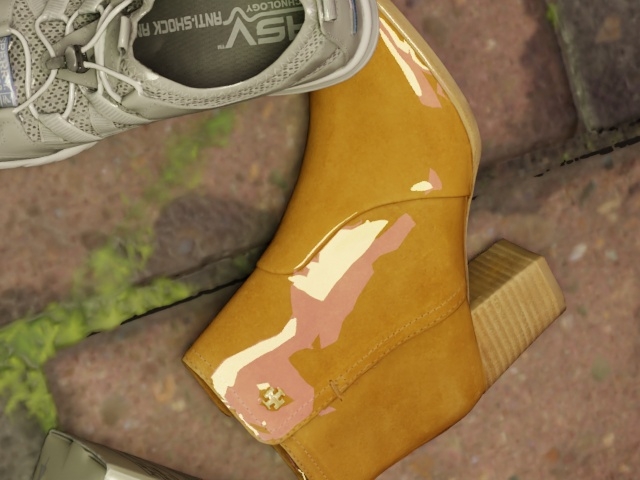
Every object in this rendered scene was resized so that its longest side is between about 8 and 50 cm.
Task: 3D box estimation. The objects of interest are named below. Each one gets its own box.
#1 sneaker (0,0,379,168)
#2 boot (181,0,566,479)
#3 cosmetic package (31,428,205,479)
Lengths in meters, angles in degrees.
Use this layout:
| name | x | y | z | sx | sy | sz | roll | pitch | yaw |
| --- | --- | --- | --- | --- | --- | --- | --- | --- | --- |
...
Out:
| name | x | y | z | sx | sy | sz | roll | pitch | yaw |
| --- | --- | --- | --- | --- | --- | --- | --- | --- | --- |
| sneaker | -0.113 | -0.108 | 1.051 | 0.281 | 0.115 | 0.105 | -14 | 89 | 8 |
| boot | 0.000 | 0.000 | 1.139 | 0.211 | 0.104 | 0.295 | -37 | 109 | -13 |
| cosmetic package | -0.027 | 0.221 | 1.122 | 0.296 | 0.153 | 0.129 | 22 | 86 | -18 |
